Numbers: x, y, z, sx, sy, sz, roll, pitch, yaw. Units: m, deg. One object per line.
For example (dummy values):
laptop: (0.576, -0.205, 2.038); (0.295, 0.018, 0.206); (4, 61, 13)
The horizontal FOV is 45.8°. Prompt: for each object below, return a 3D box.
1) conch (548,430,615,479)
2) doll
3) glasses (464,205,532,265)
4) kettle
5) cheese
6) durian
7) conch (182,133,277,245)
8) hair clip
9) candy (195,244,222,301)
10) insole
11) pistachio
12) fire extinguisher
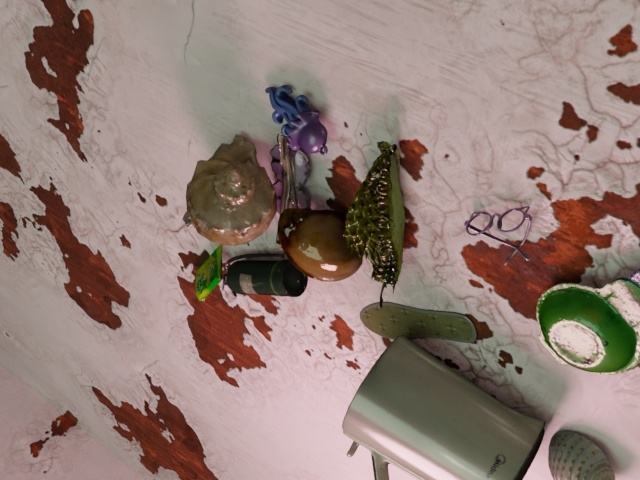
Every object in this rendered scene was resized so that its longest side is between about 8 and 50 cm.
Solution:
conch: (0.531, 0.471, 1.568); (0.153, 0.102, 0.135); (11, 113, 38)
doll: (-0.048, -0.250, 1.556); (0.206, 0.067, 0.110); (51, 136, 19)
glasses: (0.348, -0.007, 1.409); (0.140, 0.062, 0.104); (-8, 137, 46)
kettle: (0.242, 0.453, 1.648); (0.377, 0.361, 0.250); (30, 178, 18)
cheese: (0.502, 0.143, 1.338); (0.204, 0.083, 0.320); (47, 143, 6)
durian: (0.113, -0.034, 1.531); (0.107, 0.132, 0.375); (12, 124, 21)
conch: (-0.217, -0.101, 1.719); (0.324, 0.186, 0.263); (138, 136, -56)
hair clip: (-0.073, -0.111, 1.686); (0.106, 0.084, 0.292); (25, 130, 34)
candy: (-0.300, 0.090, 2.058); (0.178, 0.032, 0.102); (-42, 48, 52)
insole: (0.212, 0.188, 1.710); (0.322, 0.007, 0.109); (1, 122, 44)
pistachio: (0.000, 0.000, 1.661); (0.210, 0.130, 0.165); (34, 100, -12)
fire extinguisher: (-0.163, 0.092, 1.922); (0.294, 0.093, 0.118); (-1, 107, 44)
